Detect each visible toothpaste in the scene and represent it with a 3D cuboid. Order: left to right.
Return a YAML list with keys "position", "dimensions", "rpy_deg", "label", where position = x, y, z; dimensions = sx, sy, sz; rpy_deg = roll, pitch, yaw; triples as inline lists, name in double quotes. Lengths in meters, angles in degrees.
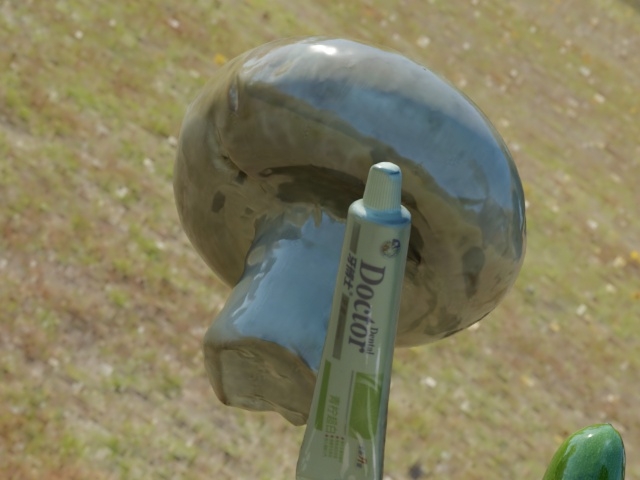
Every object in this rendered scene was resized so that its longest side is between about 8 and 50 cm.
- position: [0.021, 0.052, 0.752]
  dimensions: [0.048, 0.197, 0.029]
  rpy_deg: [14, 26, 13]
  label: "toothpaste"

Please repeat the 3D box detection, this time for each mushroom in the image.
- position: [0.000, 0.000, 0.924]
  dimensions: [0.243, 0.243, 0.243]
  rpy_deg: [31, 17, -11]
  label: "mushroom"

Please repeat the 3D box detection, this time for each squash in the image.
- position: [0.281, 0.397, 1.695]
  dimensions: [0.107, 0.395, 0.107]
  rpy_deg: [12, -15, 3]
  label: "squash"
